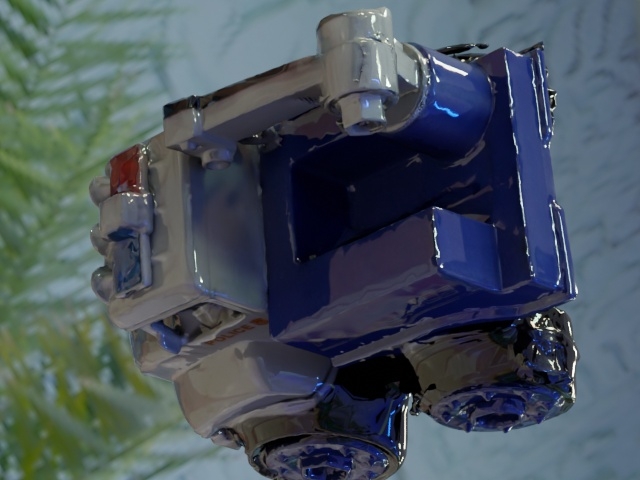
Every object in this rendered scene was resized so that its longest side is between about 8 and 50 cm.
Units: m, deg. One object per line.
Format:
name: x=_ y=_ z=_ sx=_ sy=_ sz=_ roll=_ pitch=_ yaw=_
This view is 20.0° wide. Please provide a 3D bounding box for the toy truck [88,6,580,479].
toy truck: x=0.000 y=0.000 z=0.743 sx=0.213 sy=0.177 sz=0.161 roll=-24 pitch=-120 yaw=38
